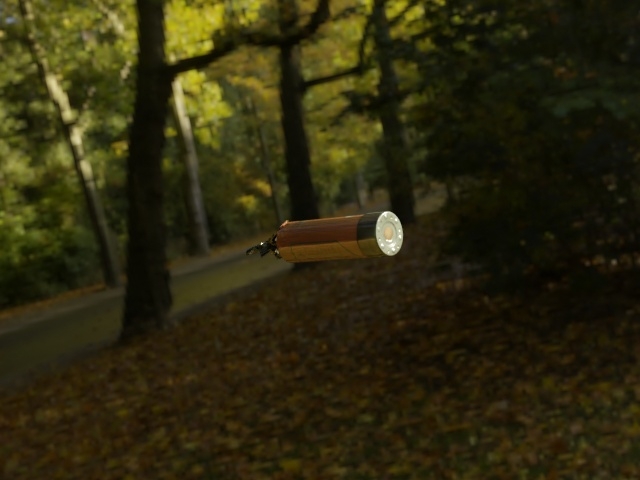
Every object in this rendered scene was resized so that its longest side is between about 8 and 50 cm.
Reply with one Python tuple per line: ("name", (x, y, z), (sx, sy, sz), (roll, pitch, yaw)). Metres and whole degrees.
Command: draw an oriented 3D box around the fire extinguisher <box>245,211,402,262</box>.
("fire extinguisher", (0.000, 0.000, 0.576), (0.083, 0.022, 0.028), (-4, 14, 40))
